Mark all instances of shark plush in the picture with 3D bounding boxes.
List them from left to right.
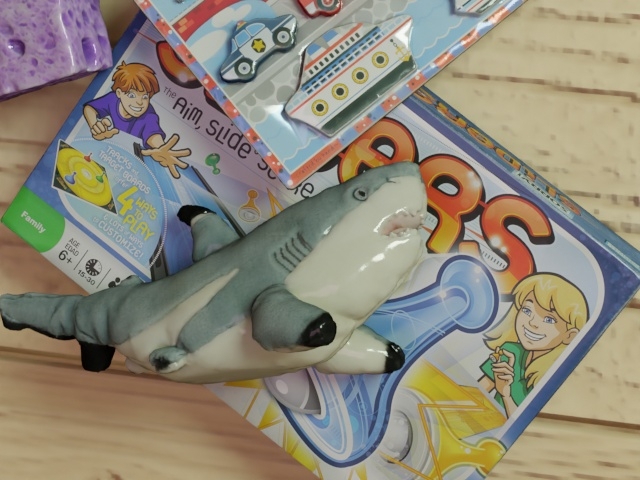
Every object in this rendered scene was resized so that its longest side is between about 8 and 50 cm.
[{"bbox_3d":[-0.035,0.017,0.632,0.161,0.073,0.067,-12,73,33],"label":"shark plush"}]

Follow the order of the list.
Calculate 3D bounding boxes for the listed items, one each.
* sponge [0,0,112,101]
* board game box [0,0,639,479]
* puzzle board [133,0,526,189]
[{"bbox_3d":[-0.151,-0.149,0.647,0.117,0.031,0.210,-12,92,27],"label":"sponge"},{"bbox_3d":[0.000,0.000,0.650,0.201,0.035,0.136,38,107,6],"label":"board game box"},{"bbox_3d":[0.009,-0.094,0.614,0.128,0.011,0.096,-39,84,-4],"label":"puzzle board"}]
